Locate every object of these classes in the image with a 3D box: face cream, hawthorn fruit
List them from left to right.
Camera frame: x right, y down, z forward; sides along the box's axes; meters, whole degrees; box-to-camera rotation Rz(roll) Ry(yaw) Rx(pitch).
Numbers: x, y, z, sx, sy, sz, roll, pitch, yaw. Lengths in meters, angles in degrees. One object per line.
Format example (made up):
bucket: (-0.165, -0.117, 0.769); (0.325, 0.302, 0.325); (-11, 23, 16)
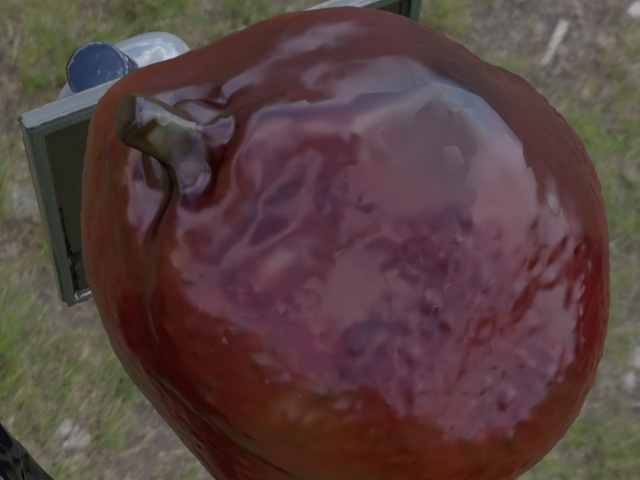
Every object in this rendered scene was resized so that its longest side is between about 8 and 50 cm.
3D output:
face cream: (-0.181, -0.138, 1.347); (0.144, 0.291, 0.071); (-34, 89, 3)
hawthorn fruit: (0.000, 0.000, 0.734); (0.307, 0.265, 0.265); (36, 53, -43)

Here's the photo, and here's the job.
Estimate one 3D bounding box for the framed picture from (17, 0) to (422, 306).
framed picture: (-0.067, -0.072, 1.114); (0.315, 0.232, 0.024); (-24, 60, -18)

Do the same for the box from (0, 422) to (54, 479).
box: (-0.271, 0.252, 0.845); (0.359, 0.350, 0.091); (58, 13, -30)
